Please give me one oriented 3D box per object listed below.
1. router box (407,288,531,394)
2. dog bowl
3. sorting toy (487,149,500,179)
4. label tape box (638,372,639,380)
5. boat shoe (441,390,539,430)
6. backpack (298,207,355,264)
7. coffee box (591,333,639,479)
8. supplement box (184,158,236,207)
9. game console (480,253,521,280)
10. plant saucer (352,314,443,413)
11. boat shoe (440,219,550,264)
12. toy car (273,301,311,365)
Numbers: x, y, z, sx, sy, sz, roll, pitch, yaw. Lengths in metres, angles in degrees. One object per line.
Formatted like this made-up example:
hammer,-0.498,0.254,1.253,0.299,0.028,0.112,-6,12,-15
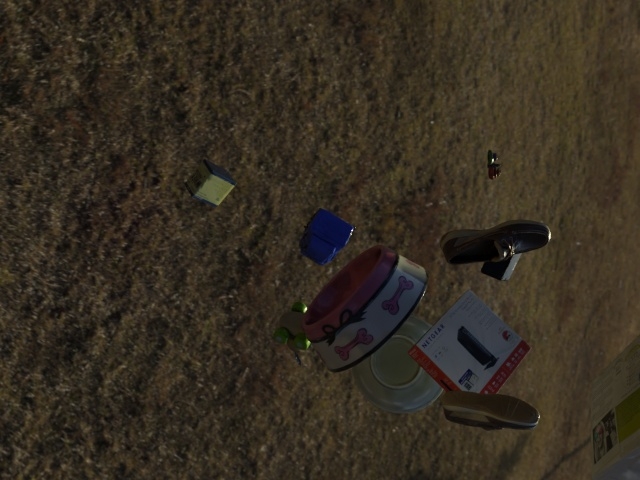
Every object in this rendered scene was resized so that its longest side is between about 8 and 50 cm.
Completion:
router box,0.522,0.385,1.982,0.335,0.301,0.082,-39,167,-31
dog bowl,0.112,0.178,1.647,0.150,0.408,0.408,44,60,-8
sorting toy,0.582,-0.253,1.894,0.061,0.042,0.101,-14,102,-81
label tape box,0.622,0.141,0.837,0.240,0.106,0.333,-95,-172,-67
boat shoe,0.508,0.524,1.710,0.103,0.285,0.092,-46,133,-54
backpack,0.000,0.000,1.255,0.098,0.120,0.101,36,64,-3
coffee box,0.989,0.502,1.566,0.338,0.338,0.334,98,11,-49
supplement box,-0.269,-0.138,1.383,0.083,0.056,0.083,-48,141,13
game console,0.646,0.076,2.025,0.107,0.071,0.122,5,111,-48
plant saucer,0.313,0.489,2.278,0.100,0.401,0.400,44,62,-68
boat shoe,0.556,0.022,1.783,0.123,0.342,0.123,-90,174,-55
toy car,-0.059,0.330,1.901,0.155,0.149,0.188,-54,147,-42
